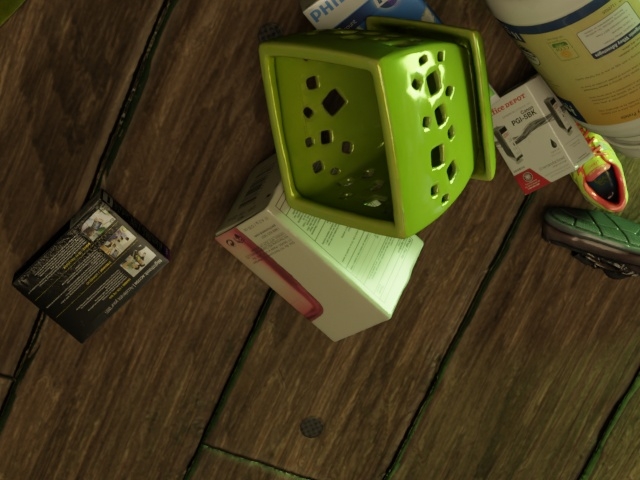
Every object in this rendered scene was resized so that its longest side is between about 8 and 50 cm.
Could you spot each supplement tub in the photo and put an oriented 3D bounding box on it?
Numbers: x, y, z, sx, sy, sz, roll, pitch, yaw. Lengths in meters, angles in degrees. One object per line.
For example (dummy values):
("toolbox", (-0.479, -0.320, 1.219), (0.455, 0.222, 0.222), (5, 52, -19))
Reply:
("supplement tub", (0.372, -0.273, 1.803), (0.228, 0.228, 0.316), (-39, 125, 9))

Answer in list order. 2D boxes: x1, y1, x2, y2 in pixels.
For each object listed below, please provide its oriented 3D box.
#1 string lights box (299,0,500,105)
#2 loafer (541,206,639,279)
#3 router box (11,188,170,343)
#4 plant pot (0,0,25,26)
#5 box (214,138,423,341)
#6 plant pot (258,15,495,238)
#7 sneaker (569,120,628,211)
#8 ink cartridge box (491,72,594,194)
("string lights box", (0.104, -0.252, 1.884), (0.133, 0.077, 0.259), (-38, 110, 10))
("loafer", (0.448, 0.030, 2.017), (0.303, 0.109, 0.095), (11, 113, -13))
("router box", (-0.316, 0.038, 1.965), (0.179, 0.046, 0.133), (-42, 110, 10))
("plant pot", (-0.571, -0.338, 1.657), (0.366, 0.366, 0.353), (-40, 98, 9))
("box", (0.000, 0.000, 1.911), (0.232, 0.148, 0.127), (42, 140, -19))
("plant pot", (0.084, -0.154, 1.744), (0.207, 0.227, 0.228), (-25, 117, -35))
("sneaker", (0.364, -0.123, 1.952), (0.081, 0.094, 0.208), (-36, 109, 10))
("ink cartridge box", (0.287, -0.144, 1.912), (0.099, 0.056, 0.135), (-30, 93, 46))
